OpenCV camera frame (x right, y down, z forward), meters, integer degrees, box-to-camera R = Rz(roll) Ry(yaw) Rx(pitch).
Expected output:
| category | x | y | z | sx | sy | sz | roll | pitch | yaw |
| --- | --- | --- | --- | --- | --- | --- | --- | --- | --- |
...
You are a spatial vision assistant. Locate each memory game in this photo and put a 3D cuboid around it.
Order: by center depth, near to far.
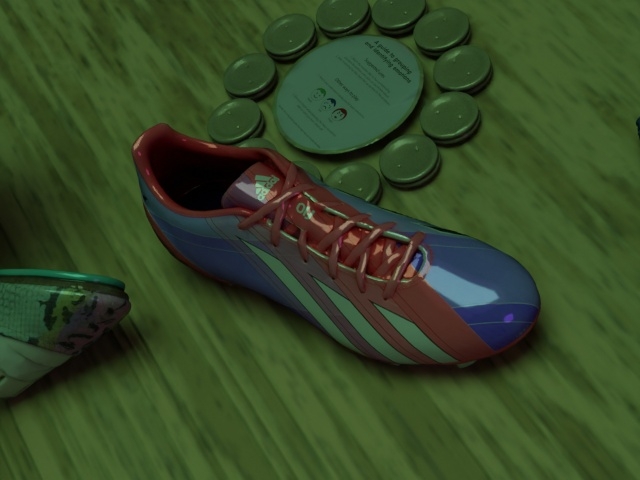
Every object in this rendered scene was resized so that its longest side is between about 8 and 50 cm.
| category | x | y | z | sx | sy | sz | roll | pitch | yaw |
| --- | --- | --- | --- | --- | --- | --- | --- | --- | --- |
| memory game | 0.017 | -0.090 | 0.899 | 0.186 | 0.012 | 0.186 | -11 | 51 | 14 |

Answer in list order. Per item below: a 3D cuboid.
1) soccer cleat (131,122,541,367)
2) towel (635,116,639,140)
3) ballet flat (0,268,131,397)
| category | x | y | z | sx | sy | sz | roll | pitch | yaw |
| --- | --- | --- | --- | --- | --- | --- | --- | --- | --- |
| soccer cleat | 0.000 | 0.000 | 0.782 | 0.248 | 0.095 | 0.083 | 19 | 63 | 33 |
| towel | 0.234 | -0.058 | 0.776 | 0.119 | 0.029 | 0.067 | -16 | 49 | 10 |
| ballet flat | -0.207 | 0.050 | 0.851 | 0.222 | 0.077 | 0.079 | 6 | 75 | 31 |
